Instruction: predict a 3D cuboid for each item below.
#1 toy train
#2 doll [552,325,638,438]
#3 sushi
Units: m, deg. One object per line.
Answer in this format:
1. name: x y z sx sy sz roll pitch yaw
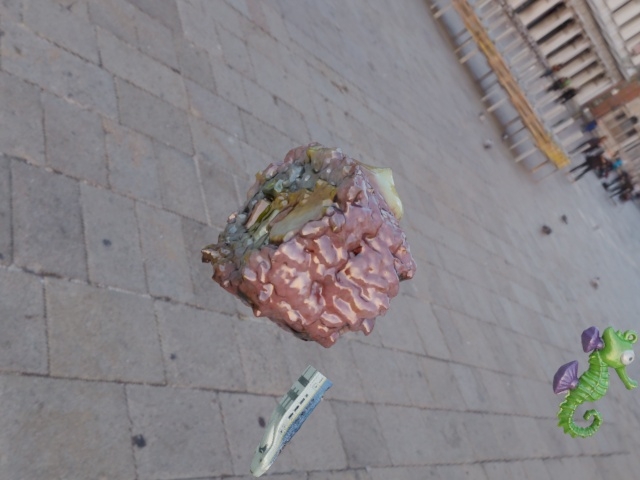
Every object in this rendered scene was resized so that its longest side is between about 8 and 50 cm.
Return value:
1. toy train: -0.070 0.353 1.215 0.051 0.234 0.052 44 -11 -24
2. doll: 0.424 0.217 0.958 0.115 0.190 0.050 31 7 0
3. sushi: 0.000 0.000 0.747 0.171 0.236 0.270 45 -4 -22
